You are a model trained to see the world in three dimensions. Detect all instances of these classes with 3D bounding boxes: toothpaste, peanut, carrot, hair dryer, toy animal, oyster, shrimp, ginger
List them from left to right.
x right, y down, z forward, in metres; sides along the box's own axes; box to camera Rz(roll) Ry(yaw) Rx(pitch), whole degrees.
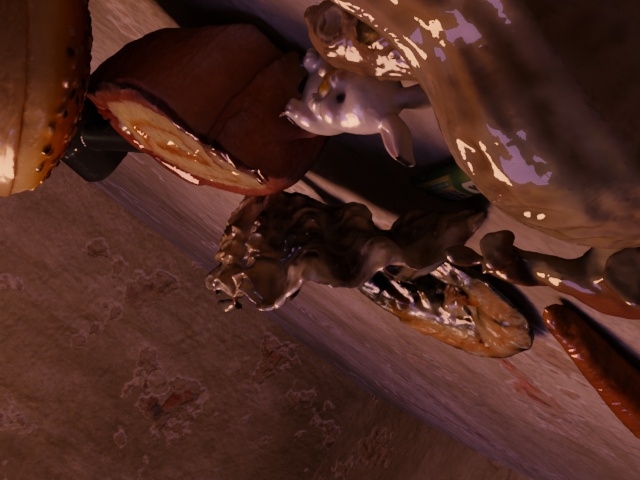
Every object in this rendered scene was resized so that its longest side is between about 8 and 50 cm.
[{"bbox_3d":[-0.376,-0.202,1.331,0.302,0.116,0.244,9,155,40],"label":"hair dryer"},{"bbox_3d":[0.000,-0.002,0.845,0.238,0.115,0.351,-7,-165,-22],"label":"oyster"},{"bbox_3d":[0.027,-0.106,0.617,0.085,0.071,0.124,41,167,-26],"label":"toy animal"},{"bbox_3d":[0.107,0.033,1.007,0.365,0.071,0.233,36,159,-4],"label":"shrimp"},{"bbox_3d":[0.057,-0.128,0.514,0.069,0.051,0.173,35,165,-35],"label":"ginger"},{"bbox_3d":[0.121,-0.053,0.672,0.049,0.031,0.204,23,173,-9],"label":"toothpaste"},{"bbox_3d":[0.079,-0.097,0.346,0.298,0.136,0.120,41,134,-22],"label":"peanut"},{"bbox_3d":[0.306,0.136,0.884,0.210,0.061,0.061,43,166,-22],"label":"carrot"},{"bbox_3d":[0.235,0.025,0.532,0.157,0.097,0.312,32,172,-22],"label":"toy animal"}]

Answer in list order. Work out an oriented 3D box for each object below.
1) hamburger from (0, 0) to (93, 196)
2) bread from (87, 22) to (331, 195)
[{"bbox_3d":[-0.303,-0.185,0.737,0.176,0.300,0.300,-4,-170,-30],"label":"hamburger"},{"bbox_3d":[-0.088,-0.118,0.762,0.190,0.123,0.244,41,168,-37],"label":"bread"}]
